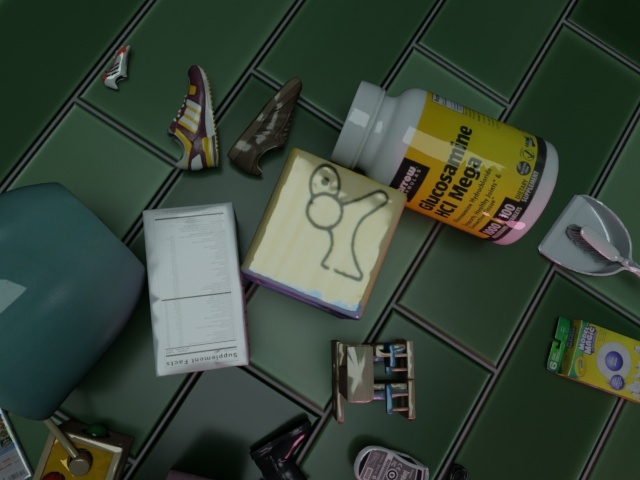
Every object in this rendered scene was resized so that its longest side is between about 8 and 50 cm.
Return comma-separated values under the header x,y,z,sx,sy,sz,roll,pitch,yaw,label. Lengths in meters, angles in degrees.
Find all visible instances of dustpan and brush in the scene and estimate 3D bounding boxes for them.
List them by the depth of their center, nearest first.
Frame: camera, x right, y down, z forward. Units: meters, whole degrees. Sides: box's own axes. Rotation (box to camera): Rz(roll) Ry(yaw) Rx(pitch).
x,y,z,sx,sy,sz,roll,pitch,yaw,label
0.524,0.025,0.914,0.211,0.060,0.147,39,80,1,dustpan and brush

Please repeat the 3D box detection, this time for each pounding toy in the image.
x,y,z,sx,sy,sz,roll,pitch,yaw,label
-0.367,0.330,0.761,0.130,0.100,0.141,17,81,-3,pounding toy

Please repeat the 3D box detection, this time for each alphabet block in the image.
x,y,z,sx,sy,sz,roll,pitch,yaw,label
0.000,0.000,0.800,0.192,0.193,0.197,24,80,-4,alphabet block

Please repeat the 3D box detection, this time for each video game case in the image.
x,y,z,sx,sy,sz,roll,pitch,yaw,label
-0.516,0.333,0.791,0.087,0.011,0.122,-27,86,-8,video game case

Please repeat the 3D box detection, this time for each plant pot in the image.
x,y,z,sx,sy,sz,roll,pitch,yaw,label
-0.396,0.060,0.715,0.293,0.293,0.235,43,71,1,plant pot

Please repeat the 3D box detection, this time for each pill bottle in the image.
x,y,z,sx,sy,sz,roll,pitch,yaw,label
0.194,-0.135,0.841,0.334,0.188,0.188,21,80,-2,pill bottle

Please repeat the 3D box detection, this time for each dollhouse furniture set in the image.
x,y,z,sx,sy,sz,roll,pitch,yaw,label
0.090,0.222,0.780,0.129,0.184,0.129,0,82,-6,dollhouse furniture set

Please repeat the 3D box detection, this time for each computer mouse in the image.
x,y,z,sx,sy,sz,roll,pitch,yaw,label
0.141,0.389,0.836,0.193,0.042,0.106,28,85,-7,computer mouse

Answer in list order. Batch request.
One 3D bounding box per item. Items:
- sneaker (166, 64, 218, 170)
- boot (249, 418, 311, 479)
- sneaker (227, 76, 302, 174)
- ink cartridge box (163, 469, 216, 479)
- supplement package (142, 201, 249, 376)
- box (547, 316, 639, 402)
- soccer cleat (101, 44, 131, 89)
x,y,z,sx,sy,sz,roll,pitch,yaw,label
-0.225,-0.212,0.870,0.083,0.069,0.186,-9,82,-12,sneaker
-0.047,0.360,0.818,0.121,0.045,0.099,-31,84,-2,boot
-0.083,-0.200,0.895,0.071,0.066,0.188,40,85,-16,sneaker
-0.193,0.465,0.655,0.131,0.306,0.226,16,81,-4,ink cartridge box
-0.190,0.077,0.798,0.139,0.134,0.244,-6,82,-7,supplement package
0.498,0.209,0.896,0.179,0.043,0.105,19,80,-1,box
-0.352,-0.305,0.893,0.035,0.029,0.083,31,83,-10,soccer cleat
